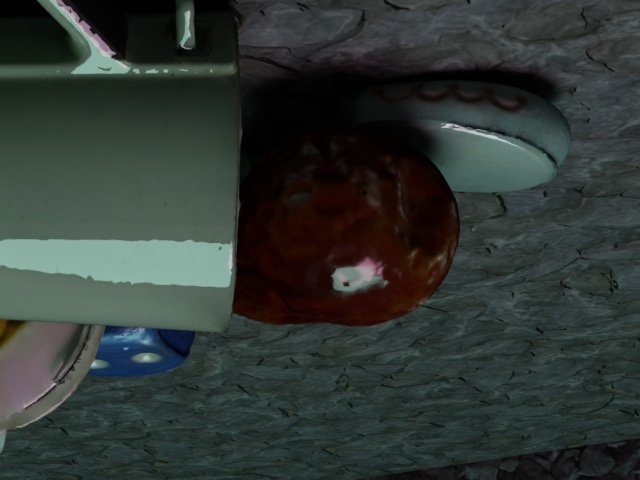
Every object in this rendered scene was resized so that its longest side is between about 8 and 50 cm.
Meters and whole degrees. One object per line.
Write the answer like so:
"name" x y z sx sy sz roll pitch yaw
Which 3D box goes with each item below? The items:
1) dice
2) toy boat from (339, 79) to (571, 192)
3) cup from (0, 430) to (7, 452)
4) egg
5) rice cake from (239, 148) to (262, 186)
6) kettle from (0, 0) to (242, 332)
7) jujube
"dice" -0.217 0.064 1.613 0.146 0.146 0.143 -8 157 12
"toy boat" 0.122 -0.103 1.355 0.207 0.079 0.134 4 153 9
"cup" -0.491 0.138 1.569 0.326 0.237 0.323 4 -167 -16
"egg" -0.342 0.070 1.450 0.286 0.264 0.174 -3 165 -3
"rice cake" -0.133 -0.038 1.471 0.206 0.063 0.069 -14 163 29
"kettle" -0.248 -0.091 1.119 0.376 0.250 0.361 1 139 -5
"jujube" 0.000 0.000 1.327 0.190 0.190 0.255 12 154 -35
